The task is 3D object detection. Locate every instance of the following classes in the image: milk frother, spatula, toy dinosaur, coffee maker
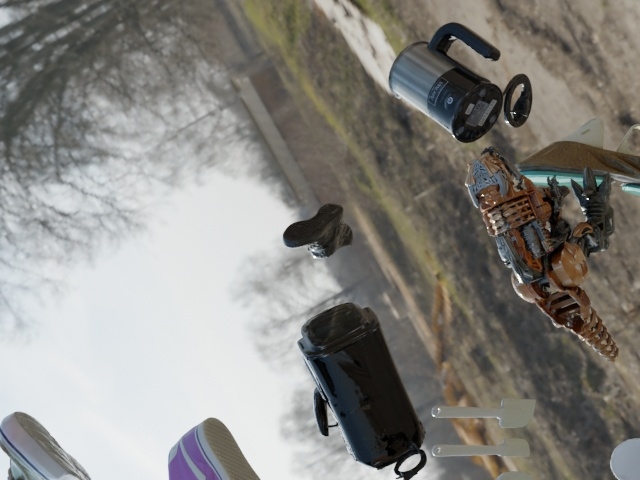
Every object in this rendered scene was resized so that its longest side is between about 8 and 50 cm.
[{"bbox_3d":[0.190,-0.199,1.219,0.135,0.129,0.143,45,-173,39],"label":"milk frother"},{"bbox_3d":[0.251,0.326,1.422,0.242,0.168,0.019,9,178,-40],"label":"spatula"},{"bbox_3d":[0.293,0.019,1.222,0.218,0.164,0.322,-48,-51,-54],"label":"toy dinosaur"},{"bbox_3d":[0.060,0.182,1.162,0.171,0.120,0.178,10,129,55],"label":"coffee maker"}]

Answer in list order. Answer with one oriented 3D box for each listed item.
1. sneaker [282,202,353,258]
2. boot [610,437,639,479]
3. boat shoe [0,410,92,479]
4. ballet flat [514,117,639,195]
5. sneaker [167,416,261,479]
[{"bbox_3d":[-0.002,-0.001,1.510,0.051,0.170,0.089,23,127,27],"label":"sneaker"},{"bbox_3d":[0.467,0.306,1.195,0.086,0.069,0.190,28,166,-21],"label":"boot"},{"bbox_3d":[-0.440,0.370,1.462,0.109,0.094,0.302,46,163,33],"label":"boat shoe"},{"bbox_3d":[0.494,-0.135,1.536,0.116,0.342,0.124,50,-131,-82],"label":"ballet flat"},{"bbox_3d":[-0.194,0.495,1.771,0.102,0.161,0.282,2,-126,-58],"label":"sneaker"}]
